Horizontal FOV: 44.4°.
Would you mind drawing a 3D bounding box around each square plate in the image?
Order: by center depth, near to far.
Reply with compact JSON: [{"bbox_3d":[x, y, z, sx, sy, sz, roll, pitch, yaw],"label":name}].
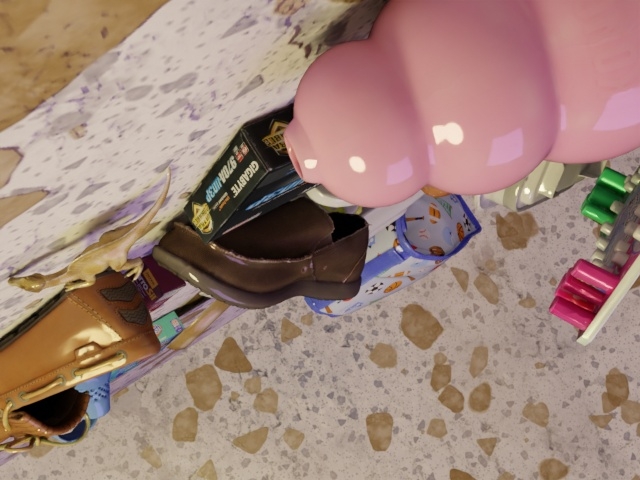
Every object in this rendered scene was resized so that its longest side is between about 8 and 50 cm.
[{"bbox_3d":[0.000,0.000,1.387,0.344,0.049,0.347,-33,-172,-39],"label":"square plate"}]

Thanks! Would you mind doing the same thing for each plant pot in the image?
[{"bbox_3d":[-0.237,0.160,1.707,0.236,0.032,0.236,-44,-178,2],"label":"plant pot"}]

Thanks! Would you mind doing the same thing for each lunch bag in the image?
[{"bbox_3d":[0.156,0.012,1.880,0.327,0.239,0.385,-34,-178,35],"label":"lunch bag"}]

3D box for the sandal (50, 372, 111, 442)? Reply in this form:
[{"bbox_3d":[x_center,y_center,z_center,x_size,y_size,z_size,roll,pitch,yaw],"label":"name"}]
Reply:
[{"bbox_3d":[-0.333,0.189,1.106,0.126,0.138,0.317,-25,169,-44],"label":"sandal"}]

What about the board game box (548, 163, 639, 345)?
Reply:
[{"bbox_3d":[0.367,-0.128,0.800,0.390,0.050,0.390,-65,168,27],"label":"board game box"}]

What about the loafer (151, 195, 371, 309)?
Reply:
[{"bbox_3d":[-0.060,-0.001,0.987,0.366,0.133,0.130,2,112,-58],"label":"loafer"}]

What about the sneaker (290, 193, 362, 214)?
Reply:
[{"bbox_3d":[0.001,-0.043,1.203,0.240,0.091,0.126,-32,176,-16],"label":"sneaker"}]

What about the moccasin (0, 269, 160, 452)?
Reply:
[{"bbox_3d":[-0.339,0.185,0.952,0.380,0.147,0.139,-34,175,18],"label":"moccasin"}]

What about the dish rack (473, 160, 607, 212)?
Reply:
[{"bbox_3d":[0.302,-0.181,0.867,0.285,0.072,0.333,-18,132,-53],"label":"dish rack"}]

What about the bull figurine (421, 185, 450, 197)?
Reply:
[{"bbox_3d":[0.234,-0.171,1.031,0.310,0.101,0.188,-48,-176,-29],"label":"bull figurine"}]

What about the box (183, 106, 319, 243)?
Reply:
[{"bbox_3d":[-0.020,-0.091,0.824,0.220,0.051,0.175,-30,174,-36],"label":"box"}]

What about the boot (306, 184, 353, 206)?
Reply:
[{"bbox_3d":[0.049,-0.084,1.052,0.258,0.095,0.123,-29,168,-43],"label":"boot"}]

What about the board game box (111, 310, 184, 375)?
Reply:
[{"bbox_3d":[-0.389,0.232,1.650,0.160,0.047,0.210,-30,174,-33],"label":"board game box"}]

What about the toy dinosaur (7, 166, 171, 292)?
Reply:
[{"bbox_3d":[-0.191,0.008,0.721,0.183,0.053,0.092,-33,174,3],"label":"toy dinosaur"}]

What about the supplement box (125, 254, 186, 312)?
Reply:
[{"bbox_3d":[-0.220,0.059,1.002,0.083,0.055,0.043,-37,173,36],"label":"supplement box"}]

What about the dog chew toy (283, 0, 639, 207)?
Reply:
[{"bbox_3d":[0.129,-0.131,0.619,0.331,0.207,0.206,-24,174,-8],"label":"dog chew toy"}]
